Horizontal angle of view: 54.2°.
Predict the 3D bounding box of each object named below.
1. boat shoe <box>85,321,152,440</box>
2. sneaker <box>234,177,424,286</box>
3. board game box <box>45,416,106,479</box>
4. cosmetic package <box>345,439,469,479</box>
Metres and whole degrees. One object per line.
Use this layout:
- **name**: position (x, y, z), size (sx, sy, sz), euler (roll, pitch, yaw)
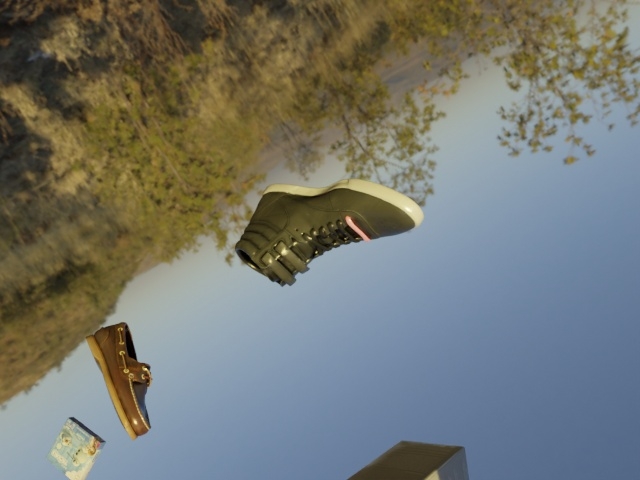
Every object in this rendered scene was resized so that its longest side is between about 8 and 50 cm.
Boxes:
- **boat shoe**: position (-0.297, 0.206, 0.960), size (0.073, 0.207, 0.073), euler (-23, 142, -20)
- **sneaker**: position (0.000, 0.000, 0.858), size (0.296, 0.104, 0.147), euler (4, -123, 44)
- **board game box**: position (-0.467, 0.400, 1.193), size (0.090, 0.090, 0.020), euler (-62, 160, -2)
- **cosmetic package**: position (0.090, 0.336, 0.736), size (0.107, 0.127, 0.238), euler (-7, 178, 39)
